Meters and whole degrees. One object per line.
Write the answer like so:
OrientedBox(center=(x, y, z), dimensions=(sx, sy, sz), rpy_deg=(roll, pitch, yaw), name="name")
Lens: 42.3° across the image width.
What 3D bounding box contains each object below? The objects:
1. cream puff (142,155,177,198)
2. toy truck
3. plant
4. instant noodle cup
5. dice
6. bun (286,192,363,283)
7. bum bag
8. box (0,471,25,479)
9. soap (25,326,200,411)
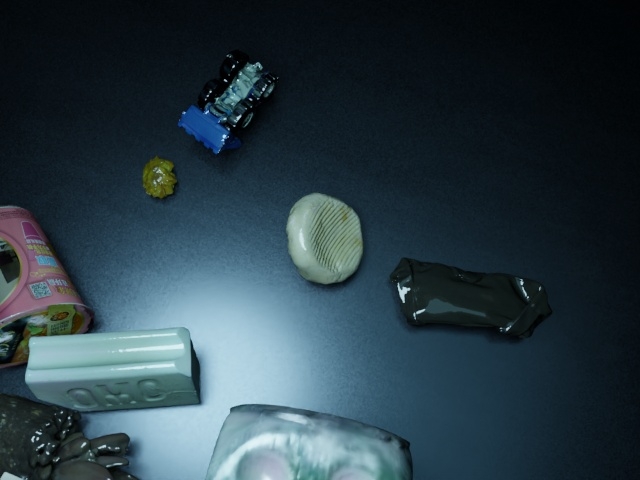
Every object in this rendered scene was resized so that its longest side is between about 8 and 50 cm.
OrientedBox(center=(-0.332, -0.130, 1.692), dimensions=(0.083, 0.058, 0.083), rpy_deg=(23, 77, 7), name="cream puff")
OrientedBox(center=(-0.186, -0.276, 1.702), dimensions=(0.113, 0.126, 0.208), rpy_deg=(37, 81, 8), name="toy truck")
OrientedBox(center=(-0.484, 0.398, 1.469), dimensions=(0.320, 0.194, 0.182), rpy_deg=(19, 99, 11), name="plant")
OrientedBox(center=(-0.579, 0.079, 1.557), dimensions=(0.243, 0.244, 0.255), rpy_deg=(-25, 68, -8), name="instant noodle cup")
OrientedBox(center=(-0.031, 0.471, 1.396), dimensions=(0.327, 0.330, 0.348), rpy_deg=(11, 76, 1), name="dice")
OrientedBox(center=(0.000, 0.000, 1.642), dimensions=(0.183, 0.102, 0.184), rpy_deg=(10, 73, -35), name="bun")
OrientedBox(center=(0.293, 0.121, 1.632), dimensions=(0.326, 0.080, 0.142), rpy_deg=(10, 67, 5), name="bum bag")
OrientedBox(center=(-0.435, 0.527, 1.370), dimensions=(0.204, 0.365, 0.051), rpy_deg=(21, 44, 4), name="box")
OrientedBox(center=(-0.374, 0.243, 1.524), dimensions=(0.289, 0.173, 0.095), rpy_deg=(-3, 57, -2), name="soap")
